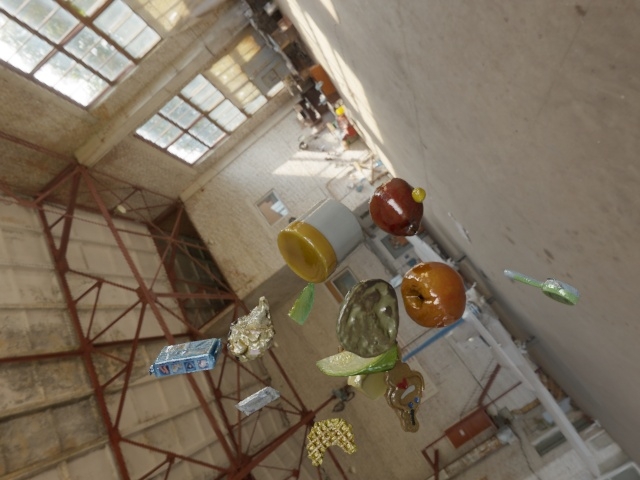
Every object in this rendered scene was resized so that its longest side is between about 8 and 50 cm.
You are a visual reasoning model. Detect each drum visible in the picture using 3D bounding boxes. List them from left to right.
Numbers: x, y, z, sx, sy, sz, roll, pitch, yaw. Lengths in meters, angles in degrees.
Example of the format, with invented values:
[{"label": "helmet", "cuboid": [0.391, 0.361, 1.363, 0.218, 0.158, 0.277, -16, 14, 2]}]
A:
[{"label": "drum", "cuboid": [0.805, 0.167, 1.483, 0.130, 0.049, 0.253, 33, 175, -31]}]

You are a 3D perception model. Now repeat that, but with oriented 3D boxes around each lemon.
[{"label": "lemon", "cuboid": [0.464, -0.216, 1.923, 0.065, 0.065, 0.092, 61, 176, 46]}]

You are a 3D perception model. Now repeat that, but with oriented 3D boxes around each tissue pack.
[{"label": "tissue pack", "cuboid": [-0.288, 0.749, 1.910, 0.122, 0.193, 0.026, 58, -179, -42]}]

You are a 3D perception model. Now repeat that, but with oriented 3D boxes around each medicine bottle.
[{"label": "medicine bottle", "cuboid": [0.000, 0.000, 1.507, 0.238, 0.232, 0.238, 30, 142, 26]}]

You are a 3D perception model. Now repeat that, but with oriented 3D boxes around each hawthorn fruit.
[{"label": "hawthorn fruit", "cuboid": [0.421, -0.171, 2.222, 0.325, 0.308, 0.308, 43, -172, 5]}]

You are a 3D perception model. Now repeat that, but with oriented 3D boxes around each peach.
[{"label": "peach", "cuboid": [0.580, 0.270, 2.072, 0.301, 0.343, 0.343, -6, -134, -30]}]

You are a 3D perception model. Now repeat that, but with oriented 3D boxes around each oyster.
[{"label": "oyster", "cuboid": [-0.203, 0.256, 1.194, 0.081, 0.163, 0.191, 49, -133, -58]}]

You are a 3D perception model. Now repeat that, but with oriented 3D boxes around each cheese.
[{"label": "cheese", "cuboid": [0.287, 0.625, 2.019, 0.128, 0.316, 0.259, 20, 157, 46]}]

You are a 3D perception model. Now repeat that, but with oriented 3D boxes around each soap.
[{"label": "soap", "cuboid": [-0.539, 0.474, 1.658, 0.156, 0.293, 0.077, -85, -15, -77]}]

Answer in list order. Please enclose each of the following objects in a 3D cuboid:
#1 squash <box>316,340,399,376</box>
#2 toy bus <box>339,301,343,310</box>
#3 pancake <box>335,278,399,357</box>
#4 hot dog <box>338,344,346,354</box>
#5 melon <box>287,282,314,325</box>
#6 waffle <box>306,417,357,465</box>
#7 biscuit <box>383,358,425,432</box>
[{"label": "squash", "cuboid": [0.148, 0.474, 1.617, 0.203, 0.288, 0.111, 107, 159, -43]}, {"label": "toy bus", "cuboid": [0.215, 0.360, 2.141, 0.136, 0.209, 0.126, 59, 153, 35]}, {"label": "pancake", "cuboid": [0.174, 0.276, 1.465, 0.294, 0.294, 0.049, 48, 163, -25]}, {"label": "hot dog", "cuboid": [0.112, 0.595, 2.039, 0.090, 0.060, 0.140, 76, -160, -82]}, {"label": "melon", "cuboid": [-0.089, 0.298, 1.992, 0.114, 0.262, 0.053, 6, -152, -32]}, {"label": "waffle", "cuboid": [0.039, 0.740, 1.505, 0.051, 0.194, 0.149, 45, -146, -59]}, {"label": "biscuit", "cuboid": [0.361, 0.658, 1.729, 0.047, 0.183, 0.320, 177, 88, -73]}]
